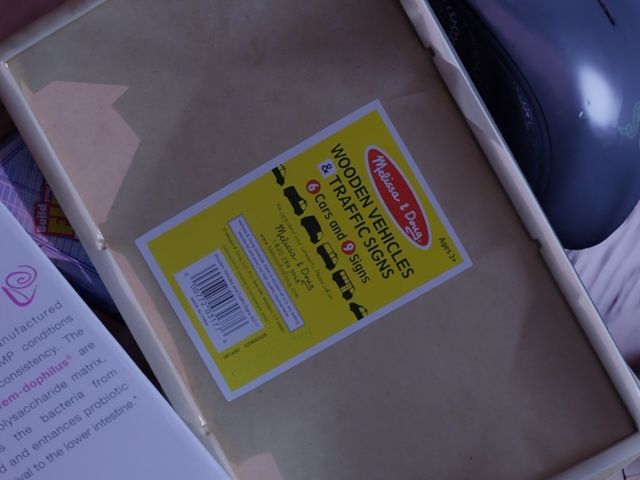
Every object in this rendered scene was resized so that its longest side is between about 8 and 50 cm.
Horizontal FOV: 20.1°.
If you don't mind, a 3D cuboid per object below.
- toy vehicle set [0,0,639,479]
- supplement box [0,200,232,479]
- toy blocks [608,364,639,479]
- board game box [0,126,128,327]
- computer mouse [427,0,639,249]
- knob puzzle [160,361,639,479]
[{"bbox_3d":[0.000,0.000,0.721,0.166,0.035,0.267,-29,91,8],"label":"toy vehicle set"},{"bbox_3d":[-0.104,0.109,0.698,0.111,0.114,0.220,-34,69,-19],"label":"supplement box"},{"bbox_3d":[0.237,0.176,0.843,0.381,0.191,0.261,-14,97,-8],"label":"toy blocks"},{"bbox_3d":[-0.066,-0.036,0.799,0.194,0.060,0.194,17,80,-19],"label":"board game box"},{"bbox_3d":[0.087,-0.121,0.833,0.188,0.072,0.272,-41,105,-42],"label":"computer mouse"},{"bbox_3d":[0.019,0.052,0.757,0.213,0.030,0.213,1,95,8],"label":"knob puzzle"}]
